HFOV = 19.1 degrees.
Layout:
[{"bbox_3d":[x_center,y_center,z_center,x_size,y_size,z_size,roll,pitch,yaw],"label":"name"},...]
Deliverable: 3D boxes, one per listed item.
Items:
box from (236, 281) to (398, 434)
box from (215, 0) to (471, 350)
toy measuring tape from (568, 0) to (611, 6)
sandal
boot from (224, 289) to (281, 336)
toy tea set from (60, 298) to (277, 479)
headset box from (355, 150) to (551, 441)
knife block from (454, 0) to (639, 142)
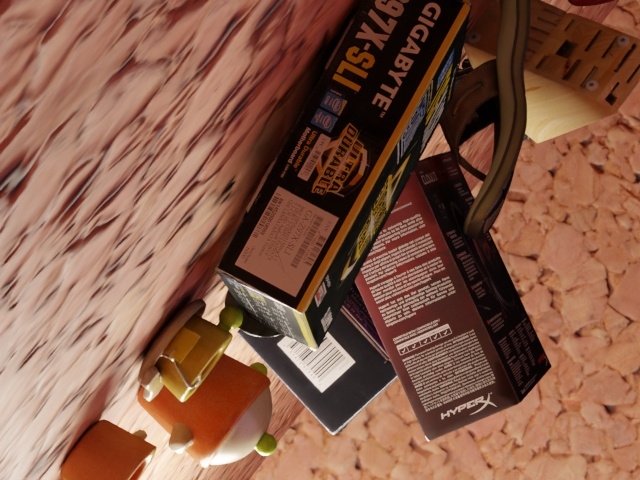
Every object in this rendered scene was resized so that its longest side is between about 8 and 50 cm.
[{"bbox_3d":[0.022,0.097,2.044,0.108,0.153,0.207,-44,179,17],"label":"box"},{"bbox_3d":[0.021,-0.053,1.489,0.257,0.079,0.322,-63,175,-7],"label":"box"},{"bbox_3d":[0.315,-0.325,2.031,0.121,0.121,0.330,-52,-170,-19],"label":"toy measuring tape"},{"bbox_3d":[0.166,-0.141,1.955,0.120,0.086,0.303,92,4,-69],"label":"sandal"},{"bbox_3d":[0.000,0.000,1.780,0.246,0.083,0.161,-51,179,-13],"label":"boot"},{"bbox_3d":[-0.145,0.212,1.588,0.336,0.124,0.200,-54,174,-6],"label":"toy tea set"},{"bbox_3d":[0.118,0.037,1.973,0.110,0.293,0.218,-25,180,16],"label":"headset box"},{"bbox_3d":[0.265,-0.166,2.162,0.088,0.275,0.242,-53,144,-14],"label":"knife block"}]
